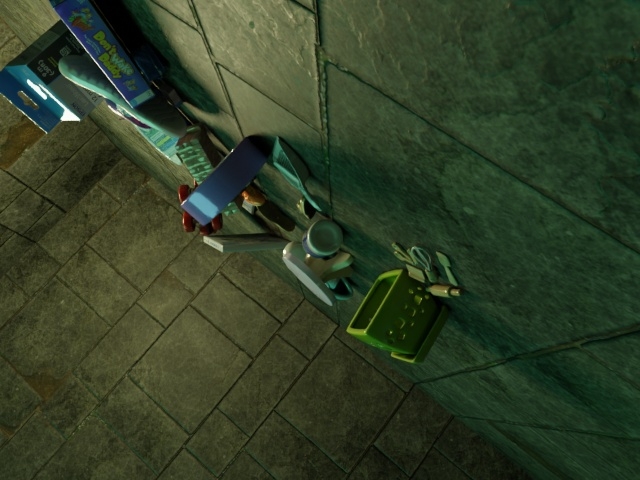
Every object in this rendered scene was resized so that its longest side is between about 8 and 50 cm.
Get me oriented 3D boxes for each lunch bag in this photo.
[{"bbox_3d":[-0.471,-0.490,1.319,0.098,0.065,0.067,56,171,-21],"label":"lunch bag"}]

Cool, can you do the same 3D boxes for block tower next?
[{"bbox_3d":[-0.385,-0.239,1.671,0.097,0.091,0.335,-86,-23,-49],"label":"block tower"}]

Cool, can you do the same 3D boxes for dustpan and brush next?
[{"bbox_3d":[-0.061,-0.166,1.268,0.211,0.060,0.147,41,167,-3],"label":"dustpan and brush"}]

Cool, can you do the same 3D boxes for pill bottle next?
[{"bbox_3d":[0.000,0.000,1.543,0.112,0.112,0.187,41,167,-3],"label":"pill bottle"}]

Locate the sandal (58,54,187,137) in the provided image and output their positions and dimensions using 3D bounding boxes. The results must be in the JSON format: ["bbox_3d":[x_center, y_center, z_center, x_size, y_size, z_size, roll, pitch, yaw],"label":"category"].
[{"bbox_3d":[-0.606,-0.429,1.484,0.416,0.102,0.169,33,-147,-6],"label":"sandal"}]

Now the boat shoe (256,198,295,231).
[{"bbox_3d":[-0.178,-0.092,1.843,0.178,0.064,0.060,39,166,-8],"label":"boat shoe"}]

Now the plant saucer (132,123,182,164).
[{"bbox_3d":[-0.759,-0.479,2.232,0.318,0.043,0.317,38,166,11],"label":"plant saucer"}]

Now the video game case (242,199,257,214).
[{"bbox_3d":[-0.375,-0.228,2.008,0.275,0.035,0.248,40,167,-2],"label":"video game case"}]

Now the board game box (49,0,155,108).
[{"bbox_3d":[-0.602,-0.557,1.285,0.233,0.078,0.347,55,175,26],"label":"board game box"}]

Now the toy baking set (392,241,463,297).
[{"bbox_3d":[0.274,0.080,1.223,0.197,0.030,0.256,44,167,-16],"label":"toy baking set"}]

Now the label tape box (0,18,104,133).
[{"bbox_3d":[-0.870,-0.548,1.616,0.115,0.347,0.249,31,165,33],"label":"label tape box"}]

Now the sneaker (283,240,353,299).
[{"bbox_3d":[0.010,0.124,1.943,0.366,0.135,0.150,38,163,-35],"label":"sneaker"}]

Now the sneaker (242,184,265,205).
[{"bbox_3d":[-0.281,-0.190,1.802,0.175,0.064,0.067,36,170,16],"label":"sneaker"}]

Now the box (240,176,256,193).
[{"bbox_3d":[-0.279,-0.215,1.666,0.062,0.083,0.052,31,163,36],"label":"box"}]

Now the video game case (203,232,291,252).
[{"bbox_3d":[-0.347,0.005,2.240,0.329,0.036,0.300,-4,-170,-28],"label":"video game case"}]

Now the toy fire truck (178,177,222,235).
[{"bbox_3d":[-0.559,-0.171,2.303,0.254,0.170,0.301,-104,8,-81],"label":"toy fire truck"}]

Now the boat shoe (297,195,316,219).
[{"bbox_3d":[-0.049,-0.105,1.465,0.045,0.050,0.135,31,165,16],"label":"boat shoe"}]

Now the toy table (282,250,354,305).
[{"bbox_3d":[0.002,0.094,1.752,0.252,0.161,0.274,27,161,47],"label":"toy table"}]

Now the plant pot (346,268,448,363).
[{"bbox_3d":[0.241,0.241,1.452,0.207,0.228,0.227,35,167,-5],"label":"plant pot"}]

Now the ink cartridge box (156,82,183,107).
[{"bbox_3d":[-0.476,-0.463,1.508,0.048,0.028,0.083,35,167,22],"label":"ink cartridge box"}]

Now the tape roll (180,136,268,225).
[{"bbox_3d":[-0.277,-0.172,1.379,0.090,0.274,0.275,44,167,-16],"label":"tape roll"}]

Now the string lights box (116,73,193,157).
[{"bbox_3d":[-0.562,-0.423,1.639,0.133,0.076,0.259,-26,124,28],"label":"string lights box"}]

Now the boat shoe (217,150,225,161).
[{"bbox_3d":[-0.446,-0.310,1.778,0.301,0.102,0.108,38,167,8],"label":"boat shoe"}]
